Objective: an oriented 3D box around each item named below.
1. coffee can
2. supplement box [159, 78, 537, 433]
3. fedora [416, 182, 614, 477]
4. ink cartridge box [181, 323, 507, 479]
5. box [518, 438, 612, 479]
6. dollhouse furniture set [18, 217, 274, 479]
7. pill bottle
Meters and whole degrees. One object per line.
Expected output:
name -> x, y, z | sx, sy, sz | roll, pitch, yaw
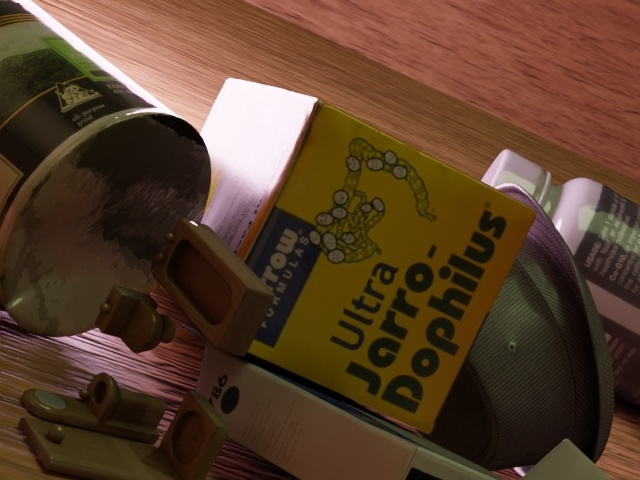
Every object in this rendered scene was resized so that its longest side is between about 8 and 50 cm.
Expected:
coffee can -> -0.249, -0.081, 1.471 | 0.275, 0.201, 0.201 | 39, 17, 31
supplement box -> 0.000, 0.000, 1.532 | 0.195, 0.194, 0.356 | 25, 1, -15
fedora -> 0.139, 0.095, 1.633 | 0.124, 0.243, 0.275 | -11, 68, -25
ink cartridge box -> 0.024, 0.152, 1.350 | 0.165, 0.065, 0.333 | 25, -1, -33
box -> 0.217, 0.250, 1.354 | 0.170, 0.091, 0.130 | 45, -6, 45
dollhouse furniture set -> -0.131, 0.069, 1.286 | 0.123, 0.151, 0.144 | 18, 16, -37
pill bottle -> 0.323, 0.056, 2.089 | 0.361, 0.204, 0.204 | 29, 14, -1
